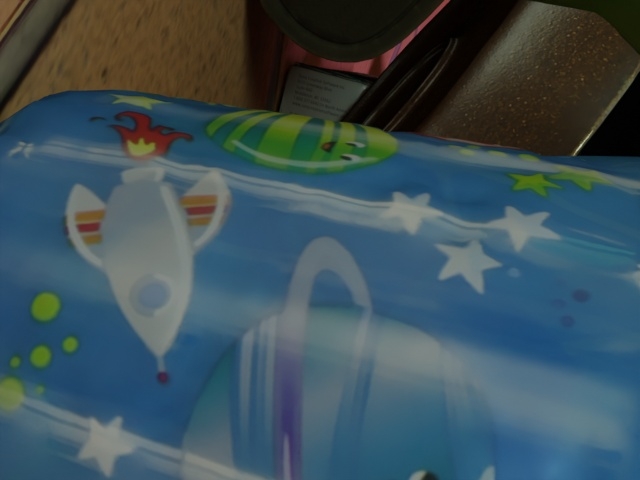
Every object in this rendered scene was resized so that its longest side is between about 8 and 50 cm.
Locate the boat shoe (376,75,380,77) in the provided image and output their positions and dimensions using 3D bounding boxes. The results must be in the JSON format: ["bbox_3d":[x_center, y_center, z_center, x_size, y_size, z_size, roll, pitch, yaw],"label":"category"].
[{"bbox_3d":[0.075,-0.110,1.352,0.228,0.069,0.081,100,-31,-75],"label":"boat shoe"}]

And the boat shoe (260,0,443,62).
[{"bbox_3d":[0.093,-0.202,0.622,0.307,0.110,0.104,-32,-161,30],"label":"boat shoe"}]

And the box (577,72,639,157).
[{"bbox_3d":[0.307,-0.082,0.604,0.472,0.297,0.479,123,-18,-59],"label":"box"}]

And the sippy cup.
[{"bbox_3d":[0.003,0.064,0.406,0.305,0.224,0.240,-66,172,-49],"label":"sippy cup"}]

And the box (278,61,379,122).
[{"bbox_3d":[0.000,0.000,0.996,0.322,0.058,0.232,-41,147,-80],"label":"box"}]

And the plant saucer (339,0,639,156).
[{"bbox_3d":[0.049,-0.048,0.685,0.310,0.050,0.310,-48,-172,9],"label":"plant saucer"}]
